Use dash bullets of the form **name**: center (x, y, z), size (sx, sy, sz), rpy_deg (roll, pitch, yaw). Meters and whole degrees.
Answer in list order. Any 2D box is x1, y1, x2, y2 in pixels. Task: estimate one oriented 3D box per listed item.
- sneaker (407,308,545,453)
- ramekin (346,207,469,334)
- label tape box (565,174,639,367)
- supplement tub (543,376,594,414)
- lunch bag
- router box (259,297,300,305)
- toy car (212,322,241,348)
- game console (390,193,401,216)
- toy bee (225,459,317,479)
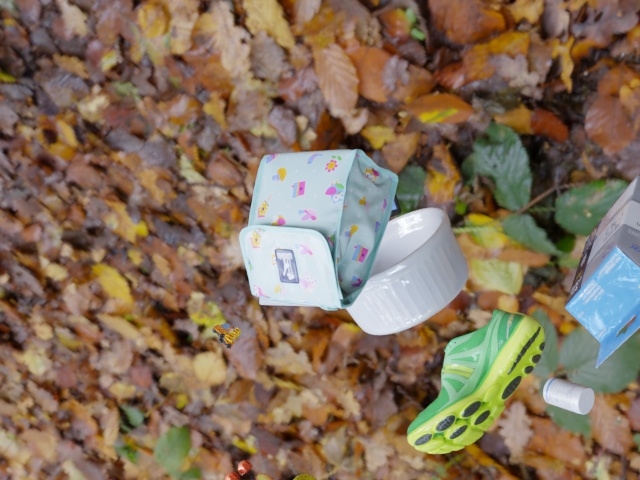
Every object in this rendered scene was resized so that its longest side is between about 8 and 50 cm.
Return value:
- **sneaker**: center (0.251, 0.237, 1.365), size (0.123, 0.295, 0.109), rpy_deg (32, 163, 51)
- **ramekin**: center (0.158, 0.065, 1.610), size (0.277, 0.277, 0.135), rpy_deg (-18, 110, 46)
- **label tape box**: center (0.615, 0.061, 1.684), size (0.106, 0.333, 0.240), rpy_deg (27, 143, 6)
- **supplement tub**: center (0.616, 0.385, 2.020), size (0.107, 0.071, 0.071), rpy_deg (11, 143, 52)
- **lunch bag**: center (-0.013, -0.014, 1.396), size (0.223, 0.262, 0.160), rpy_deg (3, 163, 41)
- **router box**: center (0.000, 0.000, 2.056), size (0.301, 0.082, 0.335), rpy_deg (3, 103, -3)
- **toy car**: center (-0.174, 0.193, 1.624), size (0.060, 0.040, 0.122), rpy_deg (55, 160, -20)
- **game console**: center (0.131, -0.062, 1.868), size (0.107, 0.071, 0.122), rpy_deg (-16, 143, 7)
- **toy bee**: center (-0.068, 0.402, 1.202), size (0.162, 0.195, 0.298), rpy_deg (42, 126, 20)
